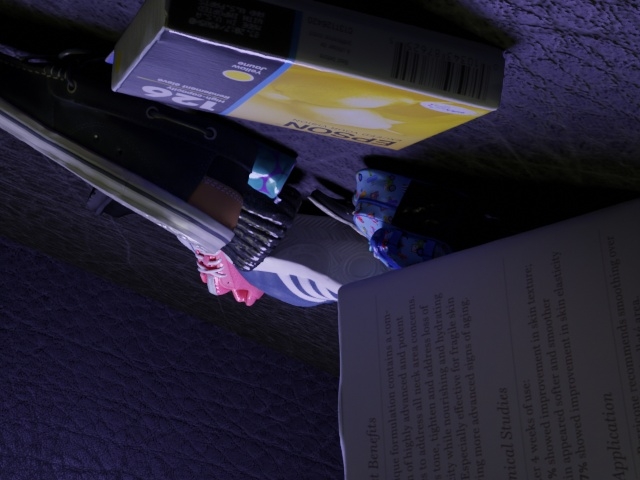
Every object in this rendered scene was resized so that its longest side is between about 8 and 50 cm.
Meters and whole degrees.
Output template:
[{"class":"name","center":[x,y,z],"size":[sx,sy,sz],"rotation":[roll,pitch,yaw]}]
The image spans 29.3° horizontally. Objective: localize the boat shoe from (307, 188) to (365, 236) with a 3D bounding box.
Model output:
[{"class":"boat shoe","center":[0.039,-0.042,1.707],"size":[0.133,0.042,0.049],"rotation":[28,-174,-29]}]

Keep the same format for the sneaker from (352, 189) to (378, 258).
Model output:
[{"class":"sneaker","center":[0.088,-0.014,1.653],"size":[0.065,0.076,0.166],"rotation":[12,164,35]}]

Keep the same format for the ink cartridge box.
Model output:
[{"class":"ink cartridge box","center":[-0.033,-0.149,1.151],"size":[0.304,0.072,0.307],"rotation":[9,169,-18]}]

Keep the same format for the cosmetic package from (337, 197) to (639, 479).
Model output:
[{"class":"cosmetic package","center":[0.267,0.201,1.389],"size":[0.394,0.329,0.327],"rotation":[-17,149,28]}]

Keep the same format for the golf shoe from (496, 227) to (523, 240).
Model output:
[{"class":"golf shoe","center":[0.227,0.012,1.592],"size":[0.186,0.067,0.086],"rotation":[9,-165,30]}]

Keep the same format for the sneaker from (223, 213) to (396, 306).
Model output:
[{"class":"sneaker","center":[0.023,0.047,1.831],"size":[0.350,0.131,0.148],"rotation":[16,151,31]}]

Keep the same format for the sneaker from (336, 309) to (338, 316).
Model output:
[{"class":"sneaker","center":[0.118,0.133,2.124],"size":[0.135,0.097,0.276],"rotation":[25,170,-24]}]

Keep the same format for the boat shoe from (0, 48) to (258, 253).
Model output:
[{"class":"boat shoe","center":[-0.284,-0.158,1.512],"size":[0.500,0.156,0.187],"rotation":[29,177,24]}]

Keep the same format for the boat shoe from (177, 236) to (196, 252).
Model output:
[{"class":"boat shoe","center":[-0.214,-0.028,2.142],"size":[0.076,0.083,0.226],"rotation":[27,162,35]}]

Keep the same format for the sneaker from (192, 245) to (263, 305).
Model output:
[{"class":"sneaker","center":[-0.160,0.022,2.065],"size":[0.116,0.136,0.314],"rotation":[20,169,34]}]

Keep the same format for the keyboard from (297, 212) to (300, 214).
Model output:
[{"class":"keyboard","center":[0.000,0.000,1.973],"size":[0.317,0.033,0.202],"rotation":[30,165,-39]}]

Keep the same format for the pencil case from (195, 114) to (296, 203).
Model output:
[{"class":"pencil case","center":[-0.111,-0.109,1.608],"size":[0.152,0.064,0.070],"rotation":[25,142,-13]}]

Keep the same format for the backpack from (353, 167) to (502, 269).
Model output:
[{"class":"backpack","center":[0.114,-0.017,1.507],"size":[0.173,0.116,0.158],"rotation":[18,167,29]}]

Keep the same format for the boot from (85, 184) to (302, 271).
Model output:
[{"class":"boot","center":[-0.193,-0.056,1.785],"size":[0.260,0.131,0.348],"rotation":[29,166,-15]}]
